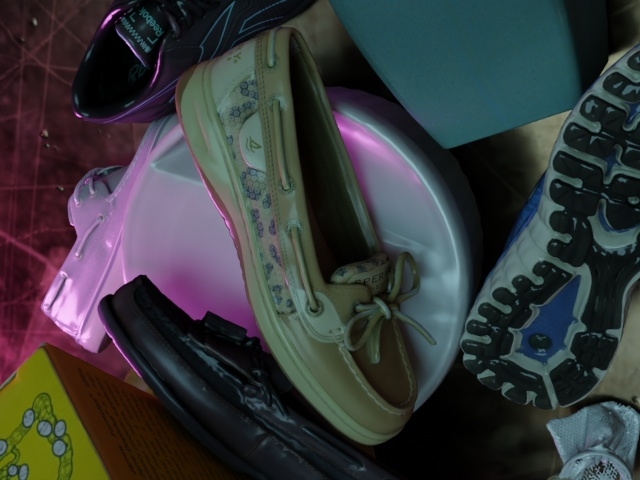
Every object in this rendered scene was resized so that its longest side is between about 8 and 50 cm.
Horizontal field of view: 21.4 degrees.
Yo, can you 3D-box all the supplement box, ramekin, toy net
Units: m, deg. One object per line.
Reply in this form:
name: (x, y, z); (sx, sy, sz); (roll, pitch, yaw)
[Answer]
supplement box: (-0.113, 0.251, 1.169); (0.194, 0.356, 0.195); (-43, 52, 10)
ramekin: (-0.002, 0.008, 1.259); (0.273, 0.127, 0.272); (7, 110, 20)
toy net: (0.169, 0.222, 1.244); (0.122, 0.045, 0.232); (41, 88, 8)

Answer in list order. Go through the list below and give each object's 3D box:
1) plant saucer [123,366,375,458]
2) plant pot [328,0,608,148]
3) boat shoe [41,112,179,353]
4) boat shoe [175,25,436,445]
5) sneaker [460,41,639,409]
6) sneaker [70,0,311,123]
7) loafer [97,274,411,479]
plant saucer: (-0.072, 0.186, 1.396); (0.241, 0.037, 0.241); (7, 110, 20)
plant pot: (0.096, -0.194, 1.139); (0.166, 0.165, 0.234); (-16, 106, 26)
boat shoe: (-0.167, -0.013, 1.347); (0.081, 0.079, 0.227); (30, 119, 6)
boat shoe: (0.000, 0.000, 1.125); (0.089, 0.104, 0.285); (-24, 95, 29)
sneaker: (0.200, -0.042, 1.136); (0.130, 0.147, 0.330); (29, 127, -5)
sneaker: (-0.086, -0.174, 1.248); (0.101, 0.106, 0.267); (47, 116, 6)
loafer: (-0.023, 0.125, 1.190); (0.095, 0.109, 0.302); (-43, 94, 8)
